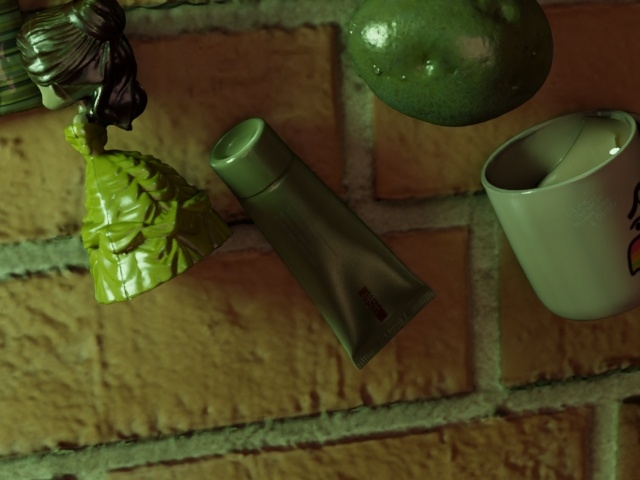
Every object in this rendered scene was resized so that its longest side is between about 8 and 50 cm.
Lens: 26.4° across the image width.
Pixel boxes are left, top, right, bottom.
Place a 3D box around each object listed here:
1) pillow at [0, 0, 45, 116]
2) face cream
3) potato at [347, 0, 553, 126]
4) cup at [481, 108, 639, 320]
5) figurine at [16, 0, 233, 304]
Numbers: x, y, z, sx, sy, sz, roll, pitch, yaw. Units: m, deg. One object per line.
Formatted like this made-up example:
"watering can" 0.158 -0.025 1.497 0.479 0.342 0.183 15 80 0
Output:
"pillow" -0.377 -0.230 1.496 0.113 0.038 0.203 -17 109 -10
"face cream" 0.000 0.000 1.638 0.137 0.084 0.341 -44 118 -8
"potato" 0.148 -0.224 1.566 0.235 0.160 0.177 14 78 -3
"cup" 0.336 -0.043 1.659 0.253 0.191 0.200 -43 119 -34
"figurine" -0.239 -0.109 1.511 0.187 0.168 0.315 -35 105 -43
